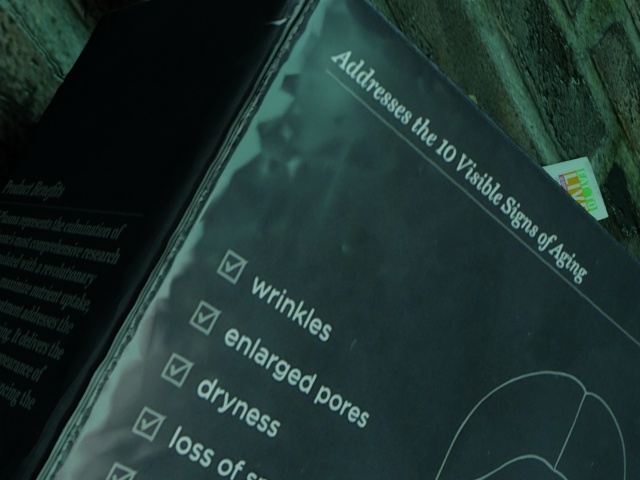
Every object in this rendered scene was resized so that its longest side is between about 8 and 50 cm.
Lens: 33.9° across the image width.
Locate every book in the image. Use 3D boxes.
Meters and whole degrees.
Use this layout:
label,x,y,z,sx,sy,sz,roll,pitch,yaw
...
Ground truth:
label,x,y,z,sx,sy,sz,roll,pitch,yaw
book,0.347,-0.063,1.487,0.144,0.035,0.096,-16,90,-47

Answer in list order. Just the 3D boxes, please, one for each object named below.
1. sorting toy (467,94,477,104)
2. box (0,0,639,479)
label,x,y,z,sx,sy,sz,roll,pitch,yaw
sorting toy,0.162,-0.062,1.213,0.307,0.041,0.229,-18,72,-49
box,-0.022,0.158,0.722,0.480,0.297,0.471,37,73,-33
